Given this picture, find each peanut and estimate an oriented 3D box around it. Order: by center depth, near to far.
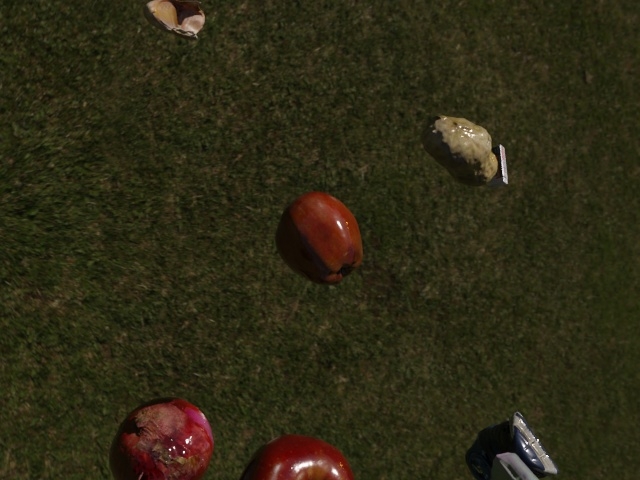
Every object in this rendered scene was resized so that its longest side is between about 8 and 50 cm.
[{"bbox_3d":[0.240,-0.144,0.935,0.214,0.099,0.100,34,72,-56],"label":"peanut"}]

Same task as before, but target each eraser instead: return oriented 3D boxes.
[{"bbox_3d":[0.514,-0.215,1.627,0.029,0.052,0.122,20,63,-40],"label":"eraser"}]

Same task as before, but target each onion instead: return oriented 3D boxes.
[{"bbox_3d":[-0.425,0.553,1.498,0.276,0.276,0.276,-2,93,-35],"label":"onion"}]

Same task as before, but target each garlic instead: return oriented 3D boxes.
[{"bbox_3d":[-0.387,-0.596,1.489,0.174,0.124,0.099,5,100,-47],"label":"garlic"}]

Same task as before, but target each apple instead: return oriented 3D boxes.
[{"bbox_3d":[-0.064,0.606,1.327,0.288,0.317,0.288,6,65,-14],"label":"apple"},{"bbox_3d":[0.001,0.000,1.386,0.234,0.234,0.234,-2,93,-35],"label":"apple"}]

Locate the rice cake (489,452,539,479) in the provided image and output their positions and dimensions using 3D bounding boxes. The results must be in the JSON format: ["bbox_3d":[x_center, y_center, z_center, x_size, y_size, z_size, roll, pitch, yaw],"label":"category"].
[{"bbox_3d":[0.168,0.295,0.449,0.037,0.198,0.189,21,86,-6],"label":"rice cake"}]

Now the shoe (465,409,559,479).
[{"bbox_3d":[0.261,0.305,0.785,0.106,0.207,0.092,-30,68,-6],"label":"shoe"}]
